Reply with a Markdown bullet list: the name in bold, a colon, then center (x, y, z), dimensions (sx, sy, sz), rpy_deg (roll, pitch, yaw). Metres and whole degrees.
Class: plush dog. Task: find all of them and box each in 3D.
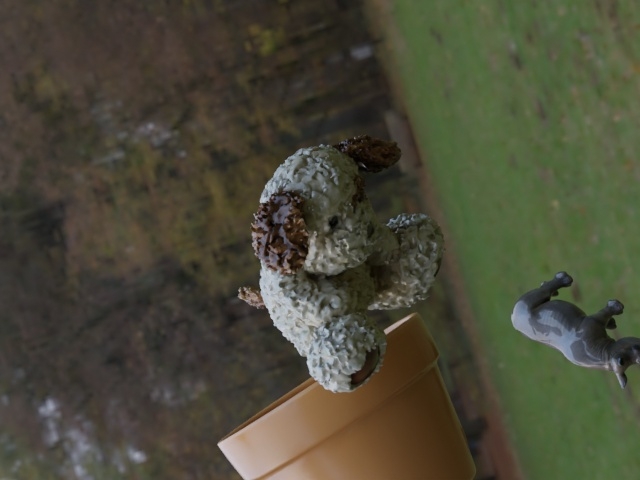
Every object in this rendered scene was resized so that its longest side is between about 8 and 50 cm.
- **plush dog**: center (0.000, 0.000, 1.567), dimensions (0.262, 0.210, 0.225), rpy_deg (-50, -35, -44)

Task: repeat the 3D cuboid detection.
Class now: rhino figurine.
- **rhino figurine**: center (0.367, 0.128, 1.992), dimensions (0.243, 0.106, 0.073), rpy_deg (30, 145, 37)

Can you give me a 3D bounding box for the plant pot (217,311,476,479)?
- **plant pot**: center (0.051, 0.247, 1.748), dimensions (0.203, 0.291, 0.291), rpy_deg (57, -178, 4)
